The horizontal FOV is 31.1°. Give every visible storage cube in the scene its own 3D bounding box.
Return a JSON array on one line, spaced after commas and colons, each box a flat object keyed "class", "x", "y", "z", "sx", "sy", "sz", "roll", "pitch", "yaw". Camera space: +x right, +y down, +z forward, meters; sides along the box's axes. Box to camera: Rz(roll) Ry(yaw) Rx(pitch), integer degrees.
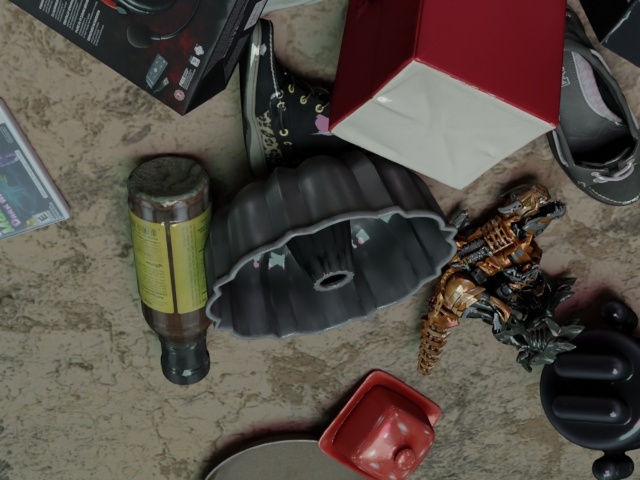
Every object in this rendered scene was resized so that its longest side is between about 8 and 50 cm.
[{"class": "storage cube", "x": 0.138, "y": -0.201, "z": 1.272, "sx": 0.215, "sy": 0.193, "sz": 0.183, "roll": 21, "pitch": 151, "yaw": -23}]

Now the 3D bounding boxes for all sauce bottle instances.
[{"class": "sauce bottle", "x": -0.193, "y": 0.052, "z": 1.538, "sx": 0.111, "sy": 0.111, "sz": 0.344, "roll": -1, "pitch": 129, "yaw": -5}]

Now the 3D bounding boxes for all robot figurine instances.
[{"class": "robot figurine", "x": 0.421, "y": 0.215, "z": 1.648, "sx": 0.209, "sy": 0.173, "sz": 0.278, "roll": -52, "pitch": 151, "yaw": 11}]

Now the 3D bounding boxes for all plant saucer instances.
[{"class": "plant saucer", "x": -0.048, "y": 0.415, "z": 1.891, "sx": 0.310, "sy": 0.050, "sz": 0.311, "roll": -3, "pitch": 130, "yaw": -3}]

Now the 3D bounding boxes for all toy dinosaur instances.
[{"class": "toy dinosaur", "x": 0.240, "y": 0.063, "z": 1.598, "sx": 0.218, "sy": 0.164, "sz": 0.322, "roll": 30, "pitch": 140, "yaw": -10}]

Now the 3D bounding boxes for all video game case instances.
[{"class": "video game case", "x": -0.439, "y": -0.076, "z": 1.466, "sx": 0.173, "sy": 0.022, "sz": 0.190, "roll": -17, "pitch": 129, "yaw": 9}]

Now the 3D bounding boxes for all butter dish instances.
[{"class": "butter dish", "x": 0.108, "y": 0.307, "z": 1.753, "sx": 0.160, "sy": 0.118, "sz": 0.160, "roll": 35, "pitch": 95, "yaw": -29}]

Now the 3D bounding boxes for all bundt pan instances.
[{"class": "bundt pan", "x": 0.000, "y": 0.000, "z": 1.453, "sx": 0.330, "sy": 0.124, "sz": 0.331, "roll": -15, "pitch": 154, "yaw": -7}]

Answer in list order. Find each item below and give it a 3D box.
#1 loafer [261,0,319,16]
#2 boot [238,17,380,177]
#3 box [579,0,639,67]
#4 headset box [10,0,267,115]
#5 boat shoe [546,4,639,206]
[{"class": "loafer", "x": -0.051, "y": -0.309, "z": 1.244, "sx": 0.319, "sy": 0.112, "sz": 0.111, "roll": -19, "pitch": 122, "yaw": 19}, {"class": "boot", "x": -0.007, "y": -0.175, "z": 1.385, "sx": 0.178, "sy": 0.085, "sz": 0.236, "roll": -4, "pitch": 139, "yaw": -4}, {"class": "box", "x": 0.363, "y": -0.271, "z": 1.227, "sx": 0.184, "sy": 0.261, "sz": 0.103, "roll": 22, "pitch": 125, "yaw": -21}, {"class": "headset box", "x": -0.197, "y": -0.304, "z": 1.182, "sx": 0.293, "sy": 0.110, "sz": 0.218, "roll": 34, "pitch": 122, "yaw": 6}, {"class": "boat shoe", "x": 0.334, "y": -0.143, "z": 1.437, "sx": 0.112, "sy": 0.095, "sz": 0.335, "roll": -25, "pitch": 127, "yaw": 15}]
